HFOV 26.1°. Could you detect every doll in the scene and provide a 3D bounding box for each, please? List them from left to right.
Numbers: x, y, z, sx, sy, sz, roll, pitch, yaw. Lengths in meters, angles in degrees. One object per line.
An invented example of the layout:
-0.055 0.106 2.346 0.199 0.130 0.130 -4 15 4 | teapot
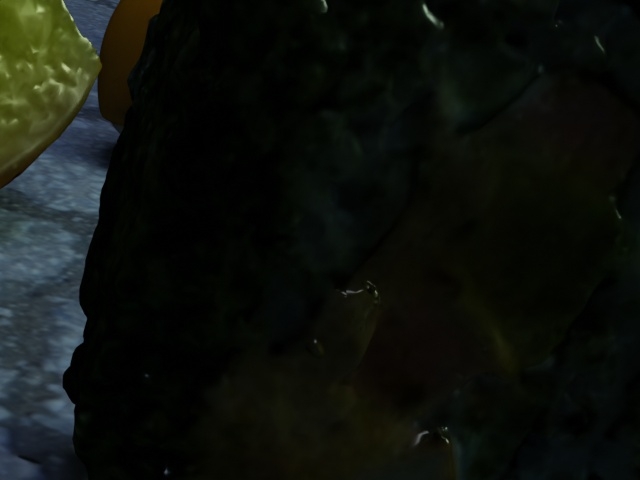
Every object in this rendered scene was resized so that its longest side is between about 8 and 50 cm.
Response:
-0.087 -0.155 1.271 0.213 0.214 0.236 17 3 10 | doll

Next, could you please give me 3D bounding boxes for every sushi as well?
0.052 -0.008 0.623 0.294 0.352 0.178 17 16 -14 | sushi

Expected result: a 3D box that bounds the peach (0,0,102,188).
-0.359 -0.187 0.906 0.242 0.380 0.306 20 61 42 | peach
